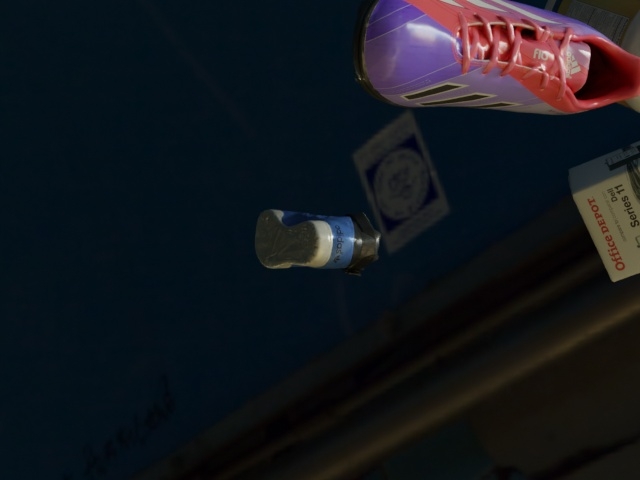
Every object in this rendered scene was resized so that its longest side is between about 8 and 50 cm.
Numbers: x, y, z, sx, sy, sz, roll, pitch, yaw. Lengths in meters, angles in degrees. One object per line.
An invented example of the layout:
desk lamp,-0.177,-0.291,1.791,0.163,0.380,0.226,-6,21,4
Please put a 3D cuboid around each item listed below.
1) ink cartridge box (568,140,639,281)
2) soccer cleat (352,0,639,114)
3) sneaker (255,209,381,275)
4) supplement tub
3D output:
ink cartridge box,0.455,-0.055,1.504,0.208,0.087,0.153,-23,-70,19
soccer cleat,0.153,-0.155,0.935,0.116,0.109,0.318,16,12,40
sneaker,0.000,0.001,1.054,0.084,0.058,0.152,4,-1,-26
supplement tub,0.355,-0.220,1.248,0.144,0.199,0.144,-13,-61,-25
